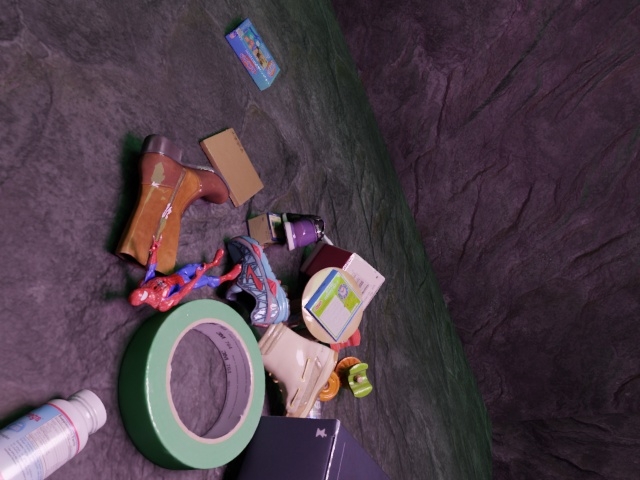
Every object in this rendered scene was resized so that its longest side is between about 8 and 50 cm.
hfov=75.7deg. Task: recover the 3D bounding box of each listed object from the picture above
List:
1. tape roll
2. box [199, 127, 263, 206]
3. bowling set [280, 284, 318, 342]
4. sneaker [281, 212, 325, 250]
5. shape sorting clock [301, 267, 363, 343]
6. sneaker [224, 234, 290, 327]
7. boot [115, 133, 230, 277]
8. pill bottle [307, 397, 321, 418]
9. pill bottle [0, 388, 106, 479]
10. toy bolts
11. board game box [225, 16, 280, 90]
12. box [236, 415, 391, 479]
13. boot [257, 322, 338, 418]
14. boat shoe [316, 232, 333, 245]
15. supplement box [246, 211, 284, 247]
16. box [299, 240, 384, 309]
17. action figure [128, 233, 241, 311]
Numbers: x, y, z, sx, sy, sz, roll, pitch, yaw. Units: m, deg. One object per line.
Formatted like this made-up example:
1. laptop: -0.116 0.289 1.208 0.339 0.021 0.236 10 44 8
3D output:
1. tape roll: -0.241 0.284 0.835 0.321 0.077 0.321 41 40 -47
2. box: -0.251 -0.215 1.191 0.201 0.021 0.164 63 28 -17
3. bowling set: -0.040 0.214 1.173 0.200 0.154 0.287 62 28 -19
4. sneaker: -0.049 -0.032 1.245 0.283 0.124 0.107 -122 -159 -76
5. shape sorting clock: 0.034 0.177 1.128 0.206 0.040 0.206 4 84 -37
6. sneaker: -0.180 0.093 1.003 0.125 0.104 0.262 -15 56 -34
7. boot: -0.306 -0.052 0.913 0.264 0.096 0.280 48 39 -61
8. pill bottle: -0.040 0.434 1.119 0.078 0.078 0.137 33 45 -51
9. pill bottle: -0.383 0.275 0.559 0.160 0.087 0.087 -32 102 -63
10. toy bolts: 0.032 0.370 1.291 0.218 0.158 0.228 -9 92 -23
11. board game box: -0.236 -0.667 1.475 0.210 0.047 0.160 54 31 -31
12. box: -0.002 0.606 0.874 0.395 0.212 0.293 60 34 -34
13. boot: -0.101 0.345 1.021 0.203 0.262 0.095 30 3 -1
14. boat shoe: 0.000 0.000 1.512 0.142 0.049 0.040 56 49 -26
15. supplement box: -0.158 -0.027 1.179 0.056 0.083 0.083 10 65 -60
16. box: 0.062 0.106 1.301 0.149 0.232 0.127 39 81 -26
17. action figure: -0.259 0.052 0.829 0.091 0.139 0.280 37 25 13
